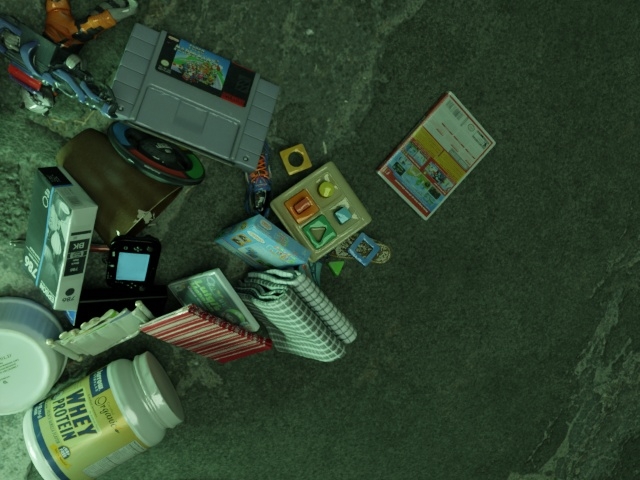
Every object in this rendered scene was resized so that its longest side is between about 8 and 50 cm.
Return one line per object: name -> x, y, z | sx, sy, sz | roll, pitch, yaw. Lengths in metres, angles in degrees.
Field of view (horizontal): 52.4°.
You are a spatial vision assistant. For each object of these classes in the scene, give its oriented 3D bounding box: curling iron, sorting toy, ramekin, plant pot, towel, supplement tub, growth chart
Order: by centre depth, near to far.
plant pot -> -0.464, -0.130, 1.446 | 0.215, 0.215, 0.230 | -44, 96, -1
ramekin -> -0.731, 0.278, 1.508 | 0.273, 0.127, 0.273 | -5, 107, -15
curling iron -> -0.583, 0.027, 1.528 | 0.274, 0.035, 0.068 | 10, 102, -19
growth chart -> -0.506, 0.215, 1.535 | 0.237, 0.021, 0.172 | -24, 151, -11
supplement tub -> -0.513, 0.427, 1.561 | 0.316, 0.228, 0.228 | -29, 111, -7
sorting toy -> 0.004, -0.072, 1.563 | 0.196, 0.047, 0.347 | -36, 93, -13
towel -> -0.075, 0.180, 1.587 | 0.235, 0.284, 0.121 | 46, 66, -24
towel -> -0.275, 0.232, 1.587 | 0.199, 0.031, 0.275 | -23, 140, 35

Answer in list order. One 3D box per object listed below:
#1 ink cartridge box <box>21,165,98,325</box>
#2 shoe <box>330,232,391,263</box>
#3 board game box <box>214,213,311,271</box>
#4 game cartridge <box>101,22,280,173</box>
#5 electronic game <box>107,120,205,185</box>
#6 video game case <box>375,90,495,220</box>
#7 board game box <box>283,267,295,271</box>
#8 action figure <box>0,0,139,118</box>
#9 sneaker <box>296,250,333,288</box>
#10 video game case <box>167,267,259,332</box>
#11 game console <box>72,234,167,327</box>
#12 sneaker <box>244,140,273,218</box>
ink cartridge box -> -0.573, 0.021, 1.407 | 0.065, 0.165, 0.332 | -15, 135, -46
shoe -> 0.075, 0.013, 1.701 | 0.219, 0.058, 0.076 | 17, 97, -2
board game box -> -0.142, 0.014, 1.567 | 0.160, 0.211, 0.039 | 37, 64, -23
game cartridge -> -0.280, -0.320, 1.463 | 0.355, 0.068, 0.230 | 20, 78, -21
electronic game -> -0.358, -0.193, 1.429 | 0.229, 0.229, 0.048 | 27, 111, -22
video game case -> 0.308, -0.222, 1.726 | 0.204, 0.025, 0.285 | 42, 91, -23
board game box -> -0.076, 0.086, 1.666 | 0.020, 0.090, 0.090 | -26, 112, -11
action figure -> -0.503, -0.389, 1.361 | 0.341, 0.178, 0.330 | 41, 97, 4
sneaker -> 0.000, 0.000, 1.621 | 0.125, 0.104, 0.262 | -1, 96, 7
video game case -> -0.266, 0.163, 1.610 | 0.173, 0.022, 0.190 | -16, 116, 34
game console -> -0.448, 0.097, 1.471 | 0.213, 0.044, 0.361 | -2, 146, -24
sneaker -> -0.146, -0.150, 1.579 | 0.083, 0.087, 0.221 | -11, 109, -14
